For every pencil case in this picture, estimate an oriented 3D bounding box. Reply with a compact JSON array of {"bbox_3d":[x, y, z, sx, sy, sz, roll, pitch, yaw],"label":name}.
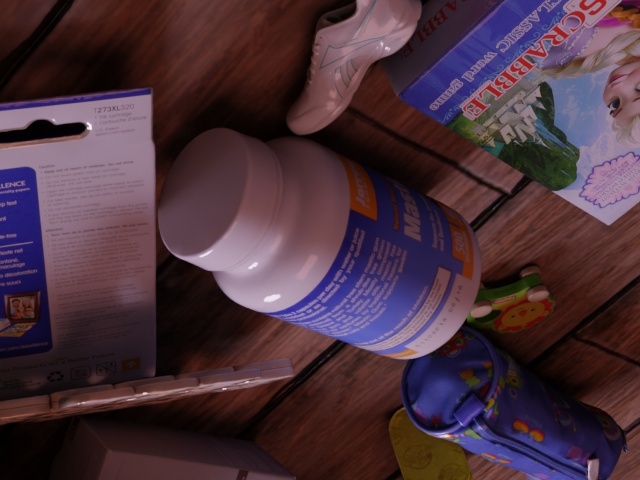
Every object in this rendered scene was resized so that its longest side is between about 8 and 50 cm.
[{"bbox_3d":[0.220,0.200,1.499,0.119,0.133,0.306,-49,133,10],"label":"pencil case"}]

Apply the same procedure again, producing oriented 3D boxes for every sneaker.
[{"bbox_3d":[0.013,-0.150,1.084,0.061,0.054,0.152,29,120,-24],"label":"sneaker"}]

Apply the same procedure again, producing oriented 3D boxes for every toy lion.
[{"bbox_3d":[0.200,0.071,1.428,0.100,0.034,0.096,-14,148,-6],"label":"toy lion"}]

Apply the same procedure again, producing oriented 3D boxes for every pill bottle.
[{"bbox_3d":[0.000,0.000,1.160,0.272,0.152,0.152,23,125,-42],"label":"pill bottle"}]

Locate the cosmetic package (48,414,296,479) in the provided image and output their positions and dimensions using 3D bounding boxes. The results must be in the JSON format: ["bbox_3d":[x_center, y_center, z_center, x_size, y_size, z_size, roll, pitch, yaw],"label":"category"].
[{"bbox_3d":[-0.160,0.268,1.414,0.238,0.107,0.127,13,100,-38],"label":"cosmetic package"}]

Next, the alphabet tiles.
[{"bbox_3d":[-0.175,0.141,1.247,0.284,0.021,0.278,-7,172,-22],"label":"alphabet tiles"}]

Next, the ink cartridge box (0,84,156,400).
[{"bbox_3d":[-0.229,0.001,1.138,0.175,0.069,0.371,-8,142,-14],"label":"ink cartridge box"}]

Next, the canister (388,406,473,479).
[{"bbox_3d":[0.136,0.280,1.566,0.073,0.126,0.170,-19,143,-1],"label":"canister"}]

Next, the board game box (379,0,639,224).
[{"bbox_3d":[0.266,-0.180,1.135,0.318,0.066,0.318,24,124,-41],"label":"board game box"}]
